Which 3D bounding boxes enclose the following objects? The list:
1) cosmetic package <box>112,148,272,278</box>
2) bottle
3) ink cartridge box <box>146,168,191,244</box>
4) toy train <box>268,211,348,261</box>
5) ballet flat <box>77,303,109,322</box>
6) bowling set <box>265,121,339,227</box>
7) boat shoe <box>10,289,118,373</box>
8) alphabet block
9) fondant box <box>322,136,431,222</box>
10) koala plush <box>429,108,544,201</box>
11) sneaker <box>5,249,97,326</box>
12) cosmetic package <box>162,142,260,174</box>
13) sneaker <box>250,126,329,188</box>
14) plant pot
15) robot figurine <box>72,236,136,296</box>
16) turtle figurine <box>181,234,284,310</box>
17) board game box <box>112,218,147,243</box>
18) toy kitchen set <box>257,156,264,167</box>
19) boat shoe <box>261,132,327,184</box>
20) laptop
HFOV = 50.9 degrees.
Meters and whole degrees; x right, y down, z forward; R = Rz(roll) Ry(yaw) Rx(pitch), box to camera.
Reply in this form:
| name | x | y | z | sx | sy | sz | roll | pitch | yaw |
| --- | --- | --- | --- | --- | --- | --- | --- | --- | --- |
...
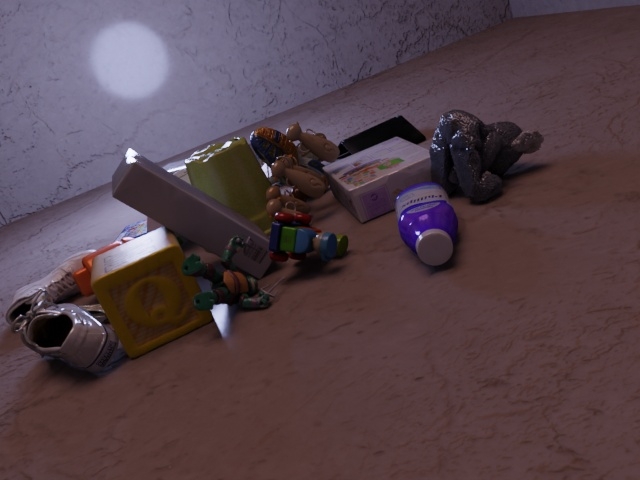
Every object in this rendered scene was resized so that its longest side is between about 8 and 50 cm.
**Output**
| name | x | y | z | sx | sy | sz | roll | pitch | yaw |
| --- | --- | --- | --- | --- | --- | --- | --- | --- | --- |
| cosmetic package | -0.302 | -0.069 | 1.585 | 0.097 | 0.377 | 0.284 | -57 | 21 | 4 |
| bottle | 0.214 | -0.035 | 1.346 | 0.118 | 0.092 | 0.283 | -17 | 19 | 10 |
| ink cartridge box | -0.428 | -0.085 | 1.977 | 0.087 | 0.208 | 0.153 | 33 | 46 | 19 |
| toy train | 0.000 | 0.000 | 1.500 | 0.143 | 0.105 | 0.248 | 11 | 5 | 25 |
| ballet flat | -0.573 | 0.187 | 1.639 | 0.168 | 0.057 | 0.052 | -15 | 30 | 18 |
| bowling set | -0.083 | -0.145 | 1.799 | 0.200 | 0.154 | 0.287 | -34 | 32 | 62 |
| boat shoe | -0.582 | 0.189 | 1.442 | 0.367 | 0.156 | 0.136 | 11 | 69 | 51 |
| alphabet block | -0.363 | 0.103 | 1.440 | 0.193 | 0.192 | 0.197 | -27 | 19 | -11 |
| fondant box | 0.159 | -0.169 | 1.767 | 0.238 | 0.096 | 0.330 | -23 | 18 | -4 |
| koala plush | 0.385 | -0.214 | 1.543 | 0.221 | 0.203 | 0.196 | -16 | 16 | -22 |
| sneaker | -0.732 | 0.143 | 1.866 | 0.292 | 0.108 | 0.169 | -32 | 21 | -1 |
| cosmetic package | -0.367 | -0.173 | 2.181 | 0.365 | 0.197 | 0.155 | -8 | 22 | 29 |
| sneaker | -0.111 | -0.217 | 1.957 | 0.131 | 0.296 | 0.112 | -9 | 55 | 45 |
| plant pot | -0.249 | -0.141 | 1.877 | 0.276 | 0.254 | 0.276 | -19 | 20 | 7 |
| robot figurine | -0.553 | 0.072 | 1.818 | 0.219 | 0.158 | 0.128 | -30 | 61 | -23 |
| turtle figurine | -0.178 | 0.085 | 1.397 | 0.118 | 0.175 | 0.234 | -48 | -24 | 23 |
| board game box | -0.621 | -0.025 | 2.289 | 0.136 | 0.035 | 0.201 | -19 | 19 | 6 |
| toy kitchen set | -0.329 | -0.272 | 2.517 | 0.207 | 0.122 | 0.166 | -14 | 20 | 20 |
| boat shoe | -0.089 | -0.253 | 2.276 | 0.285 | 0.089 | 0.105 | -28 | 43 | 12 |
| laptop | 0.188 | -0.307 | 2.236 | 0.234 | 0.137 | 0.264 | -25 | -6 | -13 |
